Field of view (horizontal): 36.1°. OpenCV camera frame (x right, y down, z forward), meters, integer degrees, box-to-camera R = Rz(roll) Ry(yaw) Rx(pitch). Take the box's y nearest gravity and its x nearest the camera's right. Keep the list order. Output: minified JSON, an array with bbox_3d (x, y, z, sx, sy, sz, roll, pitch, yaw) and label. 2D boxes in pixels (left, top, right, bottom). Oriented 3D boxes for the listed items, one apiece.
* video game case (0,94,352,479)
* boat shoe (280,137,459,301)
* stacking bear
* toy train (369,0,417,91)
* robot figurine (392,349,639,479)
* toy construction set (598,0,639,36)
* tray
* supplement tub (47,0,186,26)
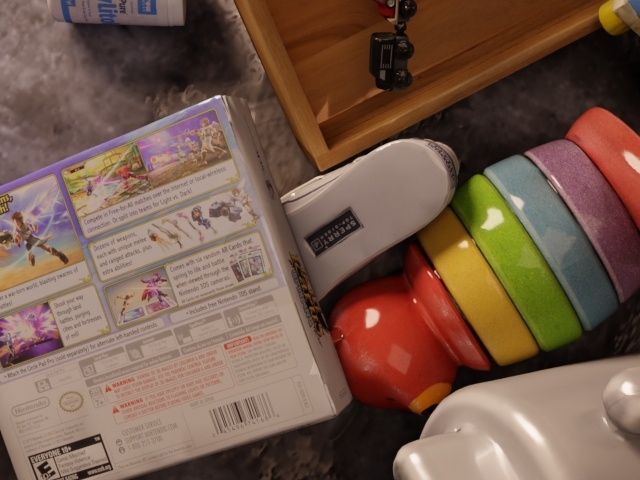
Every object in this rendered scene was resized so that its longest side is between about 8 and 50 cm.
[{"bbox_3d":[-0.142,0.050,0.754,0.269,0.061,0.244,-19,91,16],"label":"video game case"},{"bbox_3d":[0.000,0.000,0.788,0.258,0.084,0.095,-25,92,22],"label":"boat shoe"},{"bbox_3d":[0.135,0.036,0.778,0.289,0.175,0.164,-32,65,5],"label":"stacking bear"},{"bbox_3d":[0.053,-0.187,0.725,0.036,0.027,0.158,-2,115,-7],"label":"toy train"},{"bbox_3d":[0.211,0.190,0.730,0.353,0.300,0.200,-7,50,-28],"label":"robot figurine"},{"bbox_3d":[0.386,-0.101,0.803,0.328,0.151,0.215,1,70,-21],"label":"toy construction set"},{"bbox_3d":[0.134,-0.242,0.784,0.411,0.076,0.203,-28,120,-6],"label":"tray"},{"bbox_3d":[-0.163,-0.210,0.796,0.107,0.071,0.071,1,89,-4],"label":"supplement tub"}]
